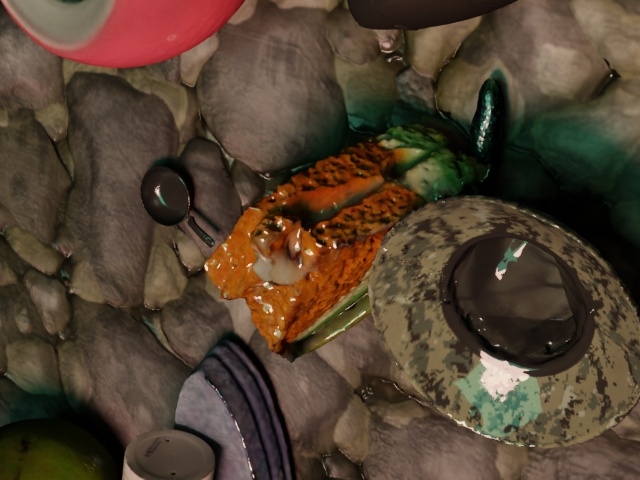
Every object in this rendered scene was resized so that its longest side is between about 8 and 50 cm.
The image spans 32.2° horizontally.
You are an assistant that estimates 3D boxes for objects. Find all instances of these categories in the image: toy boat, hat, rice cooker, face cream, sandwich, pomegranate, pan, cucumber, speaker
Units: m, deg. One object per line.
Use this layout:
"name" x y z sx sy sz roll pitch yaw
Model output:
"toy boat" -0.099 0.251 1.248 0.127 0.078 0.282 4 109 35
"hat" 0.180 0.047 0.973 0.266 0.128 0.265 18 130 23
"rice cooker" 0.109 -0.244 0.914 0.203 0.142 0.118 -20 83 32
"face cream" -0.176 0.321 1.216 0.096 0.096 0.214 23 119 24
"sandwich" 0.004 0.004 1.035 0.109 0.212 0.292 60 146 22
"pomegranate" -0.307 0.348 1.343 0.302 0.236 0.236 24 120 -3
"pan" -0.150 -0.034 1.215 0.115 0.023 0.068 45 123 15
"cucumber" 0.148 -0.084 1.007 0.032 0.032 0.133 18 114 26
"speaker" -0.182 -0.297 1.000 0.294 0.294 0.294 11 111 29
